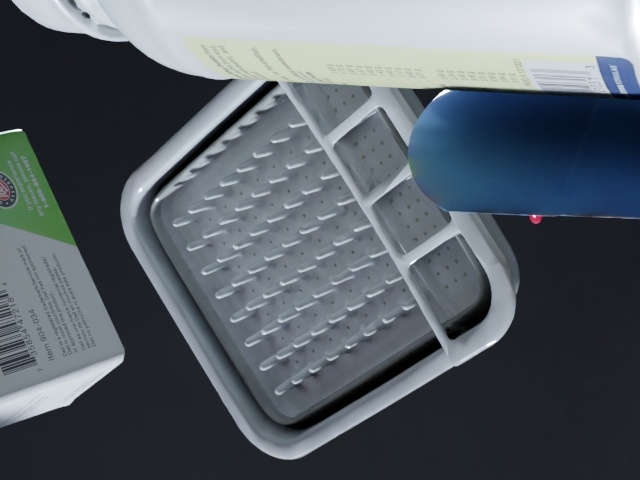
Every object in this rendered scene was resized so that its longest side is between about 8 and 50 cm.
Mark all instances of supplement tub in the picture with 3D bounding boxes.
[{"bbox_3d":[0.028,-0.186,0.673,0.235,0.325,0.235,6,-90,-69],"label":"supplement tub"}]

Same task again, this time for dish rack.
[{"bbox_3d":[0.000,0.000,1.223,0.333,0.072,0.285,-37,83,40],"label":"dish rack"}]

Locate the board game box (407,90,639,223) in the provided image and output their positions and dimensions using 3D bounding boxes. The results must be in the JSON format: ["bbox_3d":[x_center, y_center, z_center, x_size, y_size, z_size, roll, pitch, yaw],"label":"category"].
[{"bbox_3d":[0.125,-0.038,0.694,0.133,0.168,0.033,-62,-34,-47],"label":"board game box"}]

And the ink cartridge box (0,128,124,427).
[{"bbox_3d":[-0.309,0.052,1.073,0.115,0.273,0.198,-37,75,48],"label":"ink cartridge box"}]
